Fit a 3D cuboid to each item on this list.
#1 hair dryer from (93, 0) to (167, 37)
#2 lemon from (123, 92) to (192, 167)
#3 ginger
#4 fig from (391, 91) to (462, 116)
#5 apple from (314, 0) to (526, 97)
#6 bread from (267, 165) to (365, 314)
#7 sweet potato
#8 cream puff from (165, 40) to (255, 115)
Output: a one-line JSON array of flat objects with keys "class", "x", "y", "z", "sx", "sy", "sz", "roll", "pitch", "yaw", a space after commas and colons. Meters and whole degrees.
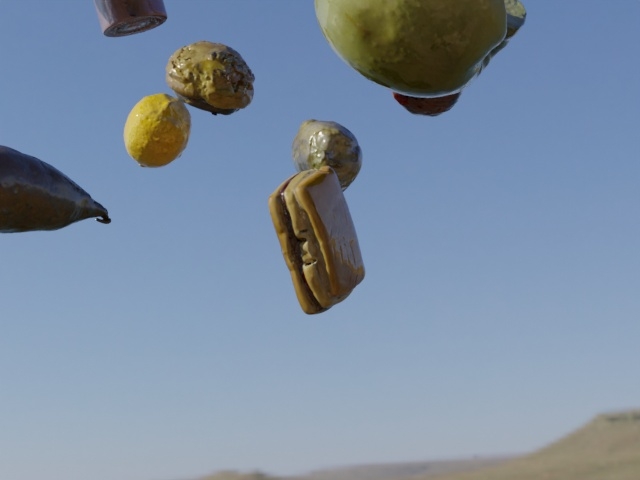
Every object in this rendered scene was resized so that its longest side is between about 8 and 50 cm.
[{"class": "hair dryer", "x": -0.343, "y": -0.506, "z": 2.416, "sx": 0.125, "sy": 0.210, "sz": 0.352, "roll": -14, "pitch": -4, "yaw": -13}, {"class": "lemon", "x": -0.278, "y": -0.184, "z": 2.337, "sx": 0.114, "sy": 0.114, "sz": 0.155, "roll": 3, "pitch": -35, "yaw": -26}, {"class": "ginger", "x": 0.010, "y": -0.134, "z": 2.199, "sx": 0.116, "sy": 0.109, "sz": 0.263, "roll": 12, "pitch": -3, "yaw": 1}, {"class": "fig", "x": 0.158, "y": -0.259, "z": 2.114, "sx": 0.128, "sy": 0.128, "sz": 0.150, "roll": -8, "pitch": -21, "yaw": 28}, {"class": "apple", "x": 0.129, "y": -0.319, "z": 1.911, "sx": 0.233, "sy": 0.258, "sz": 0.295, "roll": -49, "pitch": -9, "yaw": 8}, {"class": "bread", "x": 0.000, "y": 0.000, "z": 1.950, "sx": 0.077, "sy": 0.200, "sz": 0.116, "roll": -9, "pitch": 16, "yaw": 31}, {"class": "sweet potato", "x": -0.284, "y": -0.043, "z": 1.111, "sx": 0.074, "sy": 0.075, "sz": 0.269, "roll": -11, "pitch": -8, "yaw": 40}, {"class": "cream puff", "x": -0.214, "y": -0.328, "z": 2.717, "sx": 0.189, "sy": 0.130, "sz": 0.189, "roll": 15, "pitch": 19, "yaw": -5}]
